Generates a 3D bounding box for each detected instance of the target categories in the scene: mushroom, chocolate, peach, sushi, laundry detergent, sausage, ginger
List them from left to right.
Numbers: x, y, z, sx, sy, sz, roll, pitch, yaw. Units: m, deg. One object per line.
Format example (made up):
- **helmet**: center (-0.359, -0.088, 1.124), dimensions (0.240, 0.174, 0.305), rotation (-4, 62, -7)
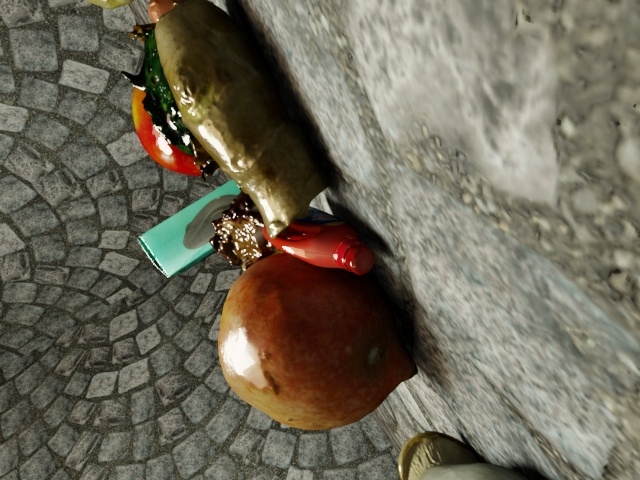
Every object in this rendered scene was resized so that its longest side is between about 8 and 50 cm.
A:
- **sausage**: center (-0.258, -0.378, 0.774), dimensions (0.065, 0.065, 0.169), rotation (61, 173, -10)
- **sushi**: center (-0.191, -0.230, 0.629), dimensions (0.287, 0.140, 0.149), rotation (57, 177, 6)
- **peach**: center (-0.247, -0.225, 0.817), dimensions (0.196, 0.190, 0.226), rotation (30, -172, -41)
- **ginger**: center (-0.087, -0.133, 0.482), dimensions (0.263, 0.109, 0.116), rotation (59, 168, -6)
- **chocolate**: center (-0.126, -0.019, 0.873), dimensions (0.224, 0.177, 0.206), rotation (60, 171, -17)
- **laundry detergent**: center (0.000, 0.000, 0.511), dimensions (0.165, 0.097, 0.049), rotation (29, 126, 58)
- **peach**: center (0.002, 0.128, 0.581), dimensions (0.232, 0.256, 0.233), rotation (8, -90, -84)
- **mushroom**: center (0.169, 0.298, 0.466), dimensions (0.329, 0.122, 0.159), rotation (106, 141, -79)

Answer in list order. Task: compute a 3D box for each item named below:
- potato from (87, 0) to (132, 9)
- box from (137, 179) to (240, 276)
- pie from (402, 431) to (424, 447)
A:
- **potato**: center (-0.381, -0.499, 0.775), dimensions (0.174, 0.159, 0.252), rotation (27, -146, -53)
- **box**: center (-0.261, -0.038, 1.103), dimensions (0.118, 0.311, 0.205), rotation (57, 171, -1)
- **pie**: center (0.257, 0.506, 0.832), dimensions (0.338, 0.075, 0.337), rotation (56, 176, 6)
